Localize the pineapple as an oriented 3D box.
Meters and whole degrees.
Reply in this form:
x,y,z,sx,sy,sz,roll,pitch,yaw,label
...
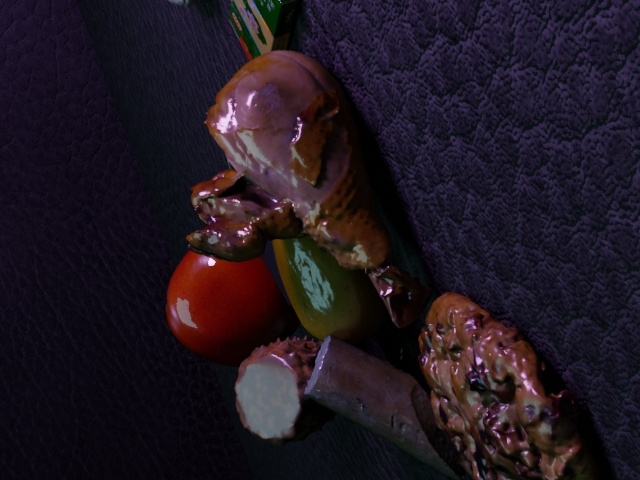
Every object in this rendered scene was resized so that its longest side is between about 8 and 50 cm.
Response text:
x,y,z,sx,sy,sz,roll,pitch,yaw,label
0.002,0.222,1.453,0.340,0.169,0.169,-6,-113,-61,pineapple

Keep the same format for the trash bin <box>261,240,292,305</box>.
x,y,z,sx,sy,sz,roll,pitch,yaw,label
-0.049,-0.014,1.513,0.225,0.115,0.165,63,163,-1,trash bin

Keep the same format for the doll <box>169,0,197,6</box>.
x,y,z,sx,sy,sz,roll,pitch,yaw,label
-0.253,-0.470,1.587,0.214,0.072,0.103,-128,29,-61,doll

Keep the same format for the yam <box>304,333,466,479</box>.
x,y,z,sx,sy,sz,roll,pitch,yaw,label
0.102,0.232,1.241,0.259,0.106,0.106,27,157,4,yam

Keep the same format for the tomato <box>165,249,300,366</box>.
x,y,z,sx,sy,sz,roll,pitch,yaw,label
-0.146,0.107,1.681,0.226,0.298,0.298,31,152,15,tomato

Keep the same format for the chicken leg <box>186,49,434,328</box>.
x,y,z,sx,sy,sz,roll,pitch,yaw,label
-0.028,-0.036,1.185,0.409,0.295,0.182,53,-179,6,chicken leg

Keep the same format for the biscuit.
x,y,z,sx,sy,sz,roll,pitch,yaw,label
0.206,0.214,1.070,0.334,0.081,0.289,29,139,67,biscuit

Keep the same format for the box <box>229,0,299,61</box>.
x,y,z,sx,sy,sz,roll,pitch,yaw,label
-0.086,-0.337,1.306,0.132,0.034,0.235,63,164,11,box

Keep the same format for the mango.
x,y,z,sx,sy,sz,roll,pitch,yaw,label
-0.001,0.005,1.344,0.195,0.142,0.331,122,131,-65,mango

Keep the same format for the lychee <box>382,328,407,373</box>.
x,y,z,sx,sy,sz,roll,pitch,yaw,label
0.110,0.229,1.370,0.114,0.140,0.101,26,-163,-50,lychee

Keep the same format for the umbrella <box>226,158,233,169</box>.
x,y,z,sx,sy,sz,roll,pitch,yaw,label
-0.191,-0.151,1.923,0.022,0.022,0.148,-79,-23,-77,umbrella
